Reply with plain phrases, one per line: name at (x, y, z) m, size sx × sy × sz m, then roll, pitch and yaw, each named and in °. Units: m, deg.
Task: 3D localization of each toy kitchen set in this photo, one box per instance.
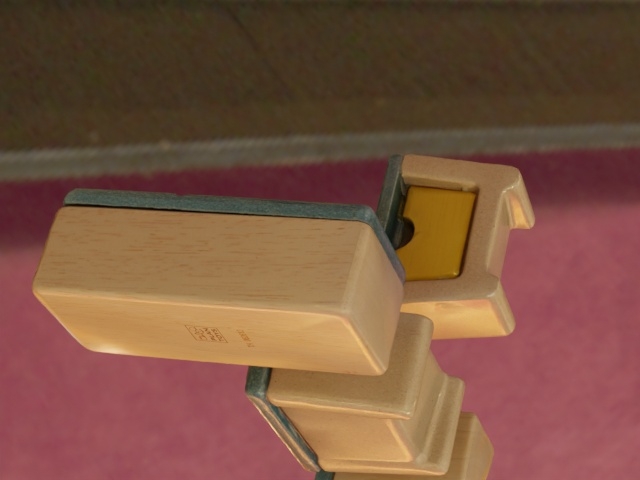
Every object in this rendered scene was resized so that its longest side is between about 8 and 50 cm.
toy kitchen set at (0.000, 0.000, 0.674) m, size 0.122 × 0.166 × 0.207 m, roll 3°, pitch 152°, yaw 21°
